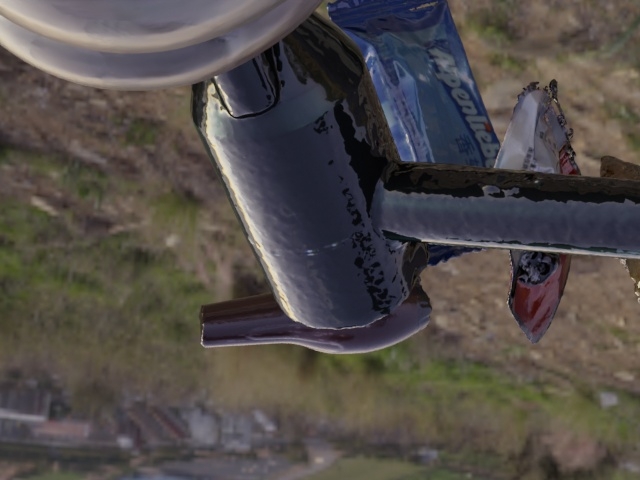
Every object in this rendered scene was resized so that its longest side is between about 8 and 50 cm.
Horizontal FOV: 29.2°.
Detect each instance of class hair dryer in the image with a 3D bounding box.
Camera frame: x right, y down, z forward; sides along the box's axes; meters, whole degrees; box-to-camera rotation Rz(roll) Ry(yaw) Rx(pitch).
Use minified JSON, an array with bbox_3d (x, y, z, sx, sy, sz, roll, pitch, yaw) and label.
[{"bbox_3d":[0.000,0.000,1.598,0.313,0.123,0.340,-2,120,-11],"label":"hair dryer"},{"bbox_3d":[0.069,-0.057,0.717,0.303,0.116,0.244,5,139,27],"label":"hair dryer"}]

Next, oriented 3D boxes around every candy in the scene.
[{"bbox_3d":[0.126,-0.141,1.414,0.187,0.331,0.077,-17,177,-38],"label":"candy"}]

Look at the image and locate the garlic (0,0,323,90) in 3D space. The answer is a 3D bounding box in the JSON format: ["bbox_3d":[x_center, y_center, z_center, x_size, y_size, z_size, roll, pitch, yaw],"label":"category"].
[{"bbox_3d":[-0.073,-0.183,0.506,0.292,0.237,0.210,-3,-175,-9],"label":"garlic"}]

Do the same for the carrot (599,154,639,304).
[{"bbox_3d":[0.344,0.001,1.246,0.102,0.263,0.101,-12,139,-10],"label":"carrot"}]

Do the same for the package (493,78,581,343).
[{"bbox_3d":[0.218,-0.034,1.245,0.071,0.194,0.269,23,161,27],"label":"package"}]
